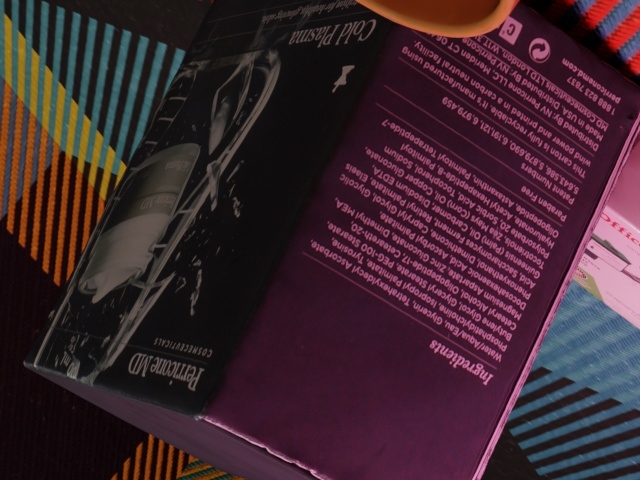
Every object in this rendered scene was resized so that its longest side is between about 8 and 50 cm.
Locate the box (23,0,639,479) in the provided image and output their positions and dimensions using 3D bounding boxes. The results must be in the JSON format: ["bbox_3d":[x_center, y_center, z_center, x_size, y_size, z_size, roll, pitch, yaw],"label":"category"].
[{"bbox_3d":[0.000,0.000,1.699,0.297,0.471,0.480,30,167,-25],"label":"box"}]

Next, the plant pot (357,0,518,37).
[{"bbox_3d":[0.078,-0.322,1.252,0.291,0.203,0.291,35,163,12],"label":"plant pot"}]

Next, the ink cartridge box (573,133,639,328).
[{"bbox_3d":[0.337,0.002,1.740,0.160,0.092,0.219,37,164,8],"label":"ink cartridge box"}]
